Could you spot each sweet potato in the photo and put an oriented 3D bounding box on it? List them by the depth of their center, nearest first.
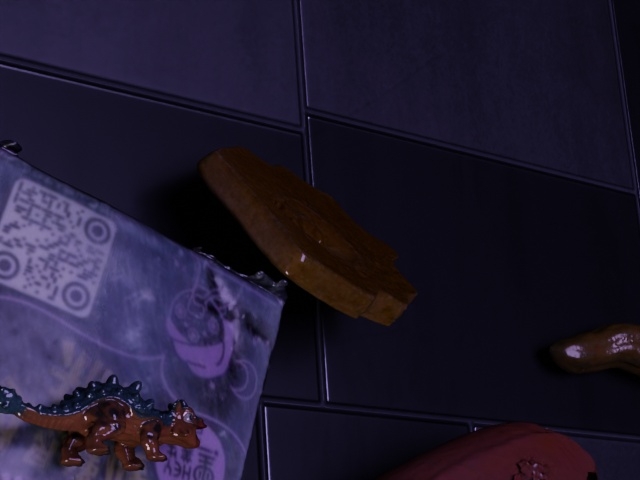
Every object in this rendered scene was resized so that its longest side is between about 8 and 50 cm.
[{"bbox_3d":[0.283,0.104,1.459,0.182,0.054,0.053,10,28,-33],"label":"sweet potato"}]

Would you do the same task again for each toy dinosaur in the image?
[{"bbox_3d":[-0.133,0.110,0.946,0.154,0.049,0.055,16,65,-36],"label":"toy dinosaur"}]

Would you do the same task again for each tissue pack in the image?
[{"bbox_3d":[-0.179,0.146,1.008,0.259,0.122,0.361,29,59,-27],"label":"tissue pack"}]

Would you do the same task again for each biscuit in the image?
[{"bbox_3d":[-0.002,0.002,1.209,0.182,0.034,0.215,50,16,30],"label":"biscuit"}]

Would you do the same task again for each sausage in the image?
[{"bbox_3d":[0.109,0.234,1.196,0.279,0.152,0.152,-19,86,-41],"label":"sausage"}]
